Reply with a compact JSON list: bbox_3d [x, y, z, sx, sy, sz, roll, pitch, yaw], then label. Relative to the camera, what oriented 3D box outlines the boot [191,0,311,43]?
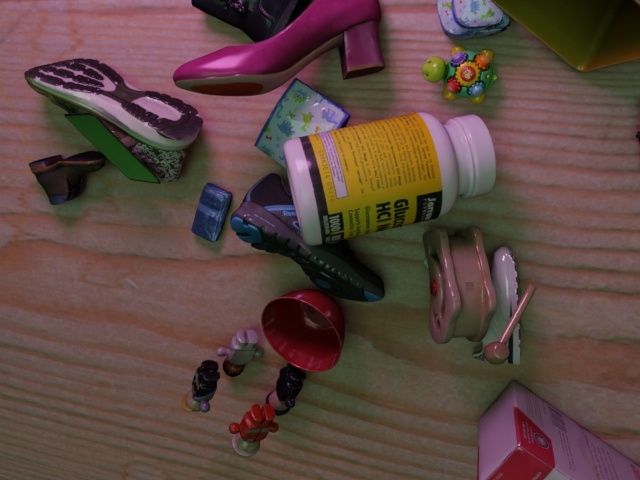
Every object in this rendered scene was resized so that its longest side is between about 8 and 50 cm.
[{"bbox_3d":[-0.111,-0.490,1.009,0.207,0.094,0.246,35,117,1],"label":"boot"}]

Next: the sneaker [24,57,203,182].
[{"bbox_3d":[-0.444,-0.240,1.154,0.410,0.158,0.182,28,127,13],"label":"sneaker"}]

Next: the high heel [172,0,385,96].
[{"bbox_3d":[-0.076,-0.360,0.965,0.378,0.127,0.181,-12,92,-15],"label":"high heel"}]

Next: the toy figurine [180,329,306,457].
[{"bbox_3d":[-0.159,0.317,1.173,0.210,0.213,0.148,33,126,9],"label":"toy figurine"}]

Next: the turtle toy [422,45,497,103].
[{"bbox_3d":[0.243,-0.293,0.975,0.130,0.066,0.095,11,107,13],"label":"turtle toy"}]

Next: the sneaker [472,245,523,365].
[{"bbox_3d":[0.331,0.126,1.052,0.095,0.090,0.235,1,103,26],"label":"sneaker"}]

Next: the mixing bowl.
[{"bbox_3d":[-0.019,0.166,1.137,0.182,0.098,0.181,16,125,23],"label":"mixing bowl"}]

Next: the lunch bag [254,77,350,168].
[{"bbox_3d":[-0.031,-0.212,1.058,0.129,0.096,0.151,35,120,5],"label":"lunch bag"}]

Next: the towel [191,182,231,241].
[{"bbox_3d":[-0.234,-0.059,1.190,0.067,0.029,0.119,24,109,10],"label":"towel"}]

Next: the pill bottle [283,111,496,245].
[{"bbox_3d":[0.115,-0.113,0.958,0.334,0.188,0.187,-13,101,-3],"label":"pill bottle"}]

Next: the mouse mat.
[{"bbox_3d":[-0.413,-0.182,1.106,0.153,0.007,0.189,12,151,45],"label":"mouse mat"}]

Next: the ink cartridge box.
[{"bbox_3d":[0.450,0.435,1.019,0.306,0.226,0.131,36,111,5],"label":"ink cartridge box"}]

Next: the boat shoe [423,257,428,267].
[{"bbox_3d":[0.242,0.067,1.089,0.100,0.035,0.035,44,138,-3],"label":"boat shoe"}]

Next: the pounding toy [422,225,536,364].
[{"bbox_3d":[0.280,0.100,1.001,0.155,0.154,0.269,-2,64,-6],"label":"pounding toy"}]

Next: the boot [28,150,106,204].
[{"bbox_3d":[-0.544,-0.136,1.235,0.219,0.082,0.106,1,115,30],"label":"boot"}]

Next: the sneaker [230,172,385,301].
[{"bbox_3d":[0.000,0.000,1.084,0.341,0.139,0.125,35,153,-15],"label":"sneaker"}]

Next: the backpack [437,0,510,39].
[{"bbox_3d":[0.256,-0.396,0.936,0.114,0.084,0.104,-6,100,20],"label":"backpack"}]

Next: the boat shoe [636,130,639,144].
[{"bbox_3d":[0.555,-0.177,0.931,0.042,0.049,0.132,14,117,41],"label":"boat shoe"}]

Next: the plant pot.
[{"bbox_3d":[0.422,-0.399,0.809,0.212,0.212,0.187,30,89,-15],"label":"plant pot"}]
